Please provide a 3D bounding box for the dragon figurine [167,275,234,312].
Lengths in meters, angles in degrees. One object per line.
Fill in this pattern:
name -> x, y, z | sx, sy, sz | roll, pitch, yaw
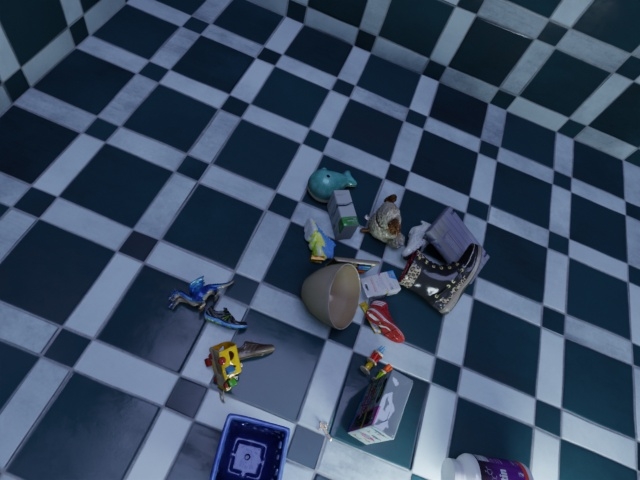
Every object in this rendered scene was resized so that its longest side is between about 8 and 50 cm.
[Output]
dragon figurine -> -0.513, 0.210, 1.868 | 0.144, 0.085, 0.289 | 44, 62, 11

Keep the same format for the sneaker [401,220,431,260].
sneaker -> 0.491, 0.001, 2.230 | 0.118, 0.110, 0.292 | 38, 54, 21

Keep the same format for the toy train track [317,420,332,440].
toy train track -> 0.020, 0.759, 1.733 | 0.048, 0.014, 0.083 | -26, 71, -25

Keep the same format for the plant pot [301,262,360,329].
plant pot -> 0.029, 0.232, 1.909 | 0.191, 0.284, 0.284 | 6, 52, 32

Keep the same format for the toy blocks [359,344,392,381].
toy blocks -> 0.262, 0.540, 1.891 | 0.123, 0.054, 0.148 | 42, 60, 11

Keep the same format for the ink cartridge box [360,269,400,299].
ink cartridge box -> 0.277, 0.217, 2.070 | 0.182, 0.061, 0.104 | -11, 65, -20

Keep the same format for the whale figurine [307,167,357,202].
whale figurine -> 0.067, -0.308, 2.266 | 0.272, 0.141, 0.216 | -19, 67, -23

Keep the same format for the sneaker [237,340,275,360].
sneaker -> -0.285, 0.445, 1.803 | 0.189, 0.066, 0.071 | -8, 63, -19

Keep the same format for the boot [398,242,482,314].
boot -> 0.575, 0.131, 2.083 | 0.284, 0.138, 0.377 | 30, 91, 1

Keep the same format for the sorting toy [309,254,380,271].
sorting toy -> 0.094, 0.114, 1.995 | 0.308, 0.229, 0.041 | 6, 77, -10

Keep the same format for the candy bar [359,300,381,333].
candy bar -> 0.229, 0.357, 2.006 | 0.040, 0.018, 0.161 | -19, 68, -20

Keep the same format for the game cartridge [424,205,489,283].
game cartridge -> 0.699, 0.028, 2.223 | 0.230, 0.068, 0.355 | -43, 99, -25

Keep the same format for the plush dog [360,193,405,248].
plush dog -> 0.325, -0.104, 2.165 | 0.211, 0.225, 0.262 | 0, 62, -14

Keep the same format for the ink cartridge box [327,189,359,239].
ink cartridge box -> 0.109, -0.129, 2.170 | 0.087, 0.153, 0.208 | -5, 64, -17

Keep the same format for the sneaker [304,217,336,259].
sneaker -> 0.000, 0.000, 2.125 | 0.126, 0.091, 0.239 | 7, 56, -33

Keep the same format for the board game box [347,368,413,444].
board game box -> 0.226, 0.649, 1.675 | 0.098, 0.303, 0.224 | 29, 58, 3

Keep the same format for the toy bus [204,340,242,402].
toy bus -> -0.362, 0.498, 1.707 | 0.105, 0.202, 0.191 | -16, 56, -38

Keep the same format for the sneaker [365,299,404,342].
sneaker -> 0.314, 0.356, 1.990 | 0.221, 0.087, 0.128 | 46, 42, -8

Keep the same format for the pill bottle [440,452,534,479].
pill bottle -> 0.645, 0.938, 1.688 | 0.323, 0.181, 0.181 | 12, 59, -7

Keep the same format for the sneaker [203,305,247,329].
sneaker -> -0.397, 0.327, 1.842 | 0.188, 0.067, 0.078 | 20, 65, 1

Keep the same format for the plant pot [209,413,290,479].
plant pot -> -0.252, 0.771, 1.545 | 0.236, 0.212, 0.235 | 15, 59, -4
